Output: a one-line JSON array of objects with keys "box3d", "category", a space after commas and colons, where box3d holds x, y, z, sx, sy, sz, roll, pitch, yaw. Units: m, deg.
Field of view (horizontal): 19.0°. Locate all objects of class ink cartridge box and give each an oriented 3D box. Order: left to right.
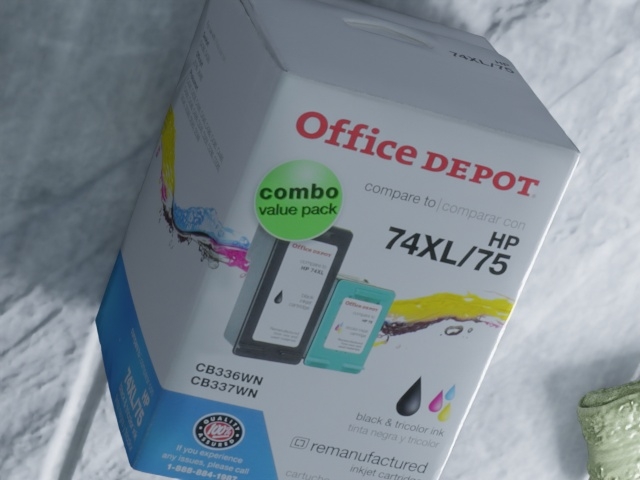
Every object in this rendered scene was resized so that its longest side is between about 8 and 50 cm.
[{"box3d": [0.000, 0.000, 1.197, 0.198, 0.197, 0.270, 13, 112, -19], "category": "ink cartridge box"}]

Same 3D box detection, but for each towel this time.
[{"box3d": [0.266, 0.142, 1.430, 0.148, 0.027, 0.110, -15, 120, -6], "category": "towel"}]
